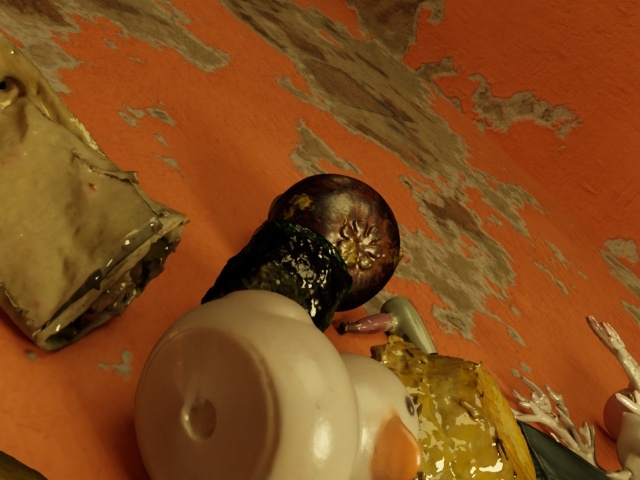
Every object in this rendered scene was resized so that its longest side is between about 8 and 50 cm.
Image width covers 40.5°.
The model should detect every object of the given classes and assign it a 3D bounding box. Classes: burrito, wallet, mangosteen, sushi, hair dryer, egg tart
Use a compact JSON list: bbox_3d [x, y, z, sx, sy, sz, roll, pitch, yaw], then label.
[{"bbox_3d":[-0.301,-0.059,0.878,0.332,0.190,0.135,45,-12,12],"label":"burrito"},{"bbox_3d":[0.327,0.341,1.045,0.237,0.075,0.342,31,8,-4],"label":"wallet"},{"bbox_3d":[0.000,0.000,1.192,0.192,0.192,0.217,23,-5,-30],"label":"mangosteen"},{"bbox_3d":[-0.047,0.057,0.914,0.124,0.127,0.225,35,-21,-4],"label":"sushi"},{"bbox_3d":[0.086,0.128,1.222,0.154,0.054,0.106,6,40,-35],"label":"hair dryer"},{"bbox_3d":[0.152,0.220,0.924,0.295,0.116,0.295,56,15,-23],"label":"egg tart"}]

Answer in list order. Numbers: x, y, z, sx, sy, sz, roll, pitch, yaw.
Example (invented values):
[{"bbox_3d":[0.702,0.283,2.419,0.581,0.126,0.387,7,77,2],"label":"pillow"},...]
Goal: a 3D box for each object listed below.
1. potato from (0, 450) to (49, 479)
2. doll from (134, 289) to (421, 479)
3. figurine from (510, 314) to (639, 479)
[{"bbox_3d":[-0.216,0.183,0.536,0.251,0.113,0.149,27,-21,-12],"label":"potato"},{"bbox_3d":[-0.029,0.153,0.758,0.251,0.221,0.221,11,5,35],"label":"doll"},{"bbox_3d":[0.453,0.272,1.309,0.284,0.206,0.315,51,19,18],"label":"figurine"}]
